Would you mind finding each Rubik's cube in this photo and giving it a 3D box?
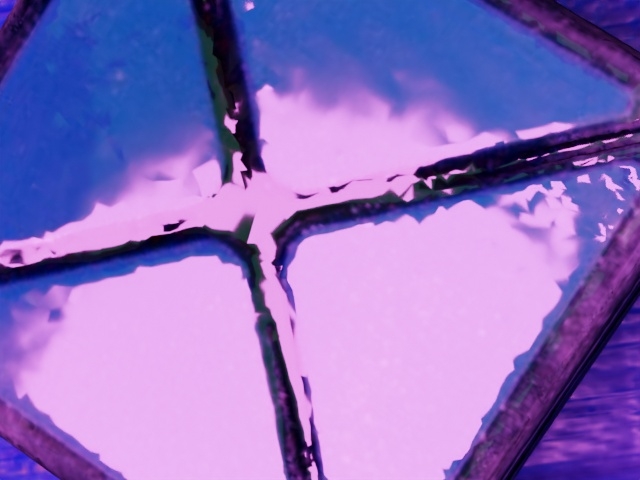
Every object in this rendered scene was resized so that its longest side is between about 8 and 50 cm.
[{"bbox_3d":[0.000,0.000,0.708,0.259,0.255,0.260,31,95,12],"label":"Rubik's cube"}]
